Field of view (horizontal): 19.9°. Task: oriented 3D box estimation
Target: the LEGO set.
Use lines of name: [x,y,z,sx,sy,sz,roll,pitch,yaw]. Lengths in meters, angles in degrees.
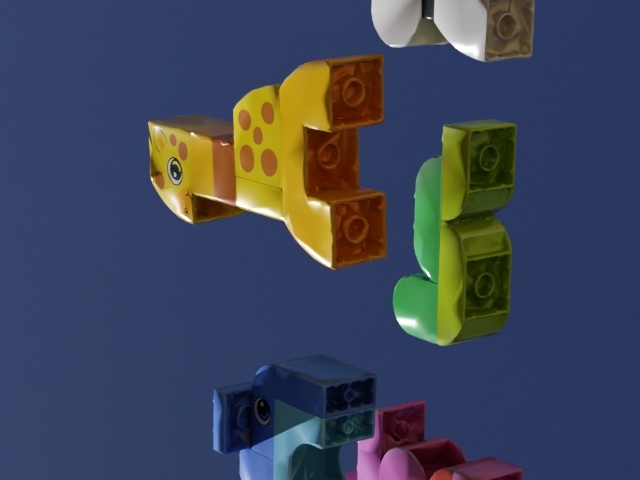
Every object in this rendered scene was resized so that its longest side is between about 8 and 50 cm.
LEGO set: [0.000,0.000,0.545,0.087,0.227,0.093,-9,-164,-37]
